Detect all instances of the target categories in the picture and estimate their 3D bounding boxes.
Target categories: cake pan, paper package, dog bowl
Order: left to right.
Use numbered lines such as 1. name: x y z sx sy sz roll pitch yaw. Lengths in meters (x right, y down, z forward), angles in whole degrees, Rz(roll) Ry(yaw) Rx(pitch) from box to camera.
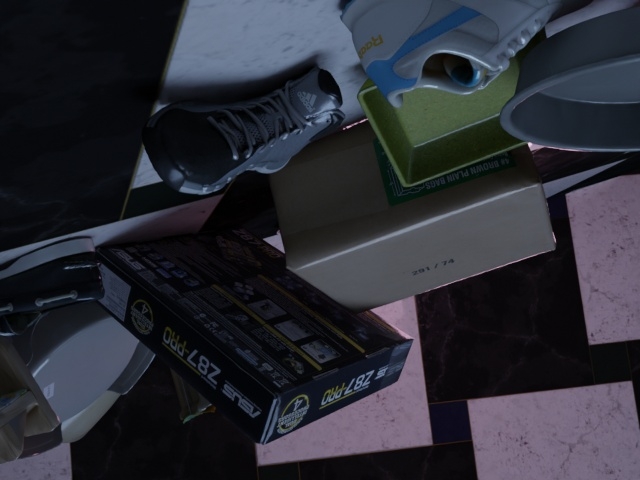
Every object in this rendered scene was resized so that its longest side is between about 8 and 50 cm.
1. dog bowl: -0.420 0.196 1.346 0.349 0.102 0.349 -42 158 -21
2. paper package: 0.129 -0.045 1.101 0.325 0.168 0.309 -19 160 13
3. cake pan: 0.310 -0.142 0.739 0.293 0.054 0.293 0 171 0

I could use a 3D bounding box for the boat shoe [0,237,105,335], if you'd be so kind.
1. boat shoe: -0.437 0.089 1.147 0.302 0.091 0.114 -23 172 24

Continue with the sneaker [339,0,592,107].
1. sneaker: 0.132 -0.172 0.664 0.228 0.092 0.087 -18 171 -18

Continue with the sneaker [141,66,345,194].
1. sneaker: -0.052 -0.113 0.729 0.132 0.086 0.228 -28 180 27

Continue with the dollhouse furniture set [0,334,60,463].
1. dollhouse furniture set: -0.609 0.245 0.989 0.394 0.256 0.362 -21 -168 38

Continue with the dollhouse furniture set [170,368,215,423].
1. dollhouse furniture set: -0.229 0.192 1.634 0.151 0.301 0.197 -13 169 -24

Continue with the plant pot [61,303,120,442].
1. plant pot: -0.456 0.213 1.607 0.274 0.256 0.256 -39 168 15

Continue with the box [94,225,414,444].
1. box: -0.106 0.115 1.235 0.318 0.395 0.097 -14 129 -50

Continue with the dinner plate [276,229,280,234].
1. dinner plate: -0.019 -0.041 1.576 0.141 0.017 0.141 -20 173 -3

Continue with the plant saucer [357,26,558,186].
1. plant saucer: 0.147 -0.150 0.858 0.188 0.045 0.188 -20 148 11
